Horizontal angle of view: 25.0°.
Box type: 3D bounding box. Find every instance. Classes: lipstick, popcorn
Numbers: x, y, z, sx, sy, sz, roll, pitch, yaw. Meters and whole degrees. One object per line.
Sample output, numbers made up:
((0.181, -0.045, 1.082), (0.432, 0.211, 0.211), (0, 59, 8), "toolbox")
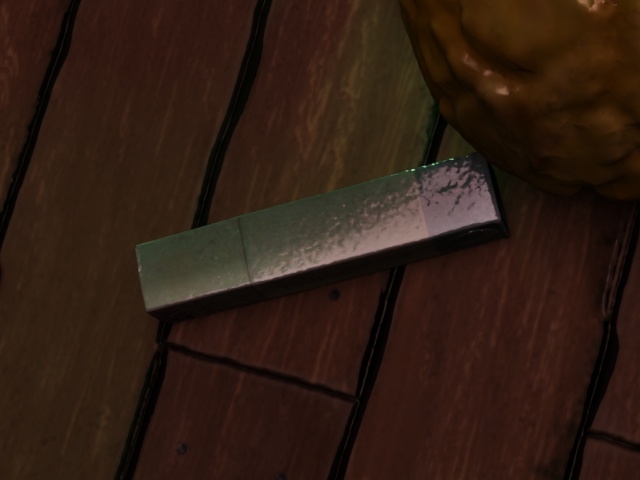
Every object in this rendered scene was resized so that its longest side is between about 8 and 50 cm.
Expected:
((0.000, 0.000, 1.252), (0.317, 0.066, 0.068), (-15, 75, 11), "lipstick")
((0.219, -0.218, 1.101), (0.390, 0.344, 0.354), (28, 80, 12), "popcorn")
